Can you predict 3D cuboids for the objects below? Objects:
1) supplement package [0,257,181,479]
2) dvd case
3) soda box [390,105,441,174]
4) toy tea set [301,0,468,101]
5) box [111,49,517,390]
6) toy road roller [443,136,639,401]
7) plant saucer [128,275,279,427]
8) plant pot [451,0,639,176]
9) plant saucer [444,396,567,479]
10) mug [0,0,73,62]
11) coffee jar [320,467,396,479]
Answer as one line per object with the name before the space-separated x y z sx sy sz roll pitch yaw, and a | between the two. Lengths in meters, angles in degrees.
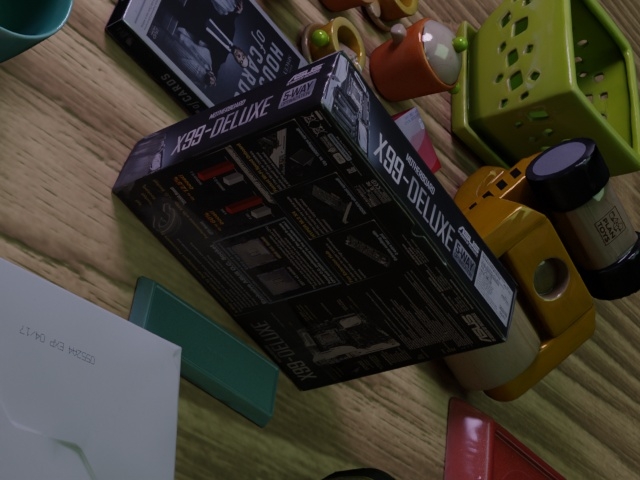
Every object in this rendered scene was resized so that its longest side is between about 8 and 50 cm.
supplement package | -0.227 0.135 0.740 0.262 0.145 0.204 35 48 -50
dvd case | -0.107 -0.198 1.198 0.238 0.029 0.179 45 43 -33
soda box | 0.037 -0.066 1.284 0.263 0.092 0.083 -39 108 -55
toy tea set | 0.067 -0.278 1.396 0.336 0.124 0.200 -1 76 -55
box | 0.000 0.000 1.067 0.307 0.242 0.076 49 40 -29
toy road roller | 0.239 0.023 1.483 0.329 0.240 0.202 -39 112 -15
plant saucer | -0.102 0.104 1.073 0.192 0.018 0.067 39 45 -38
plant pot | 0.310 -0.211 1.639 0.227 0.207 0.228 35 49 -41
plant saucer | 0.236 0.353 1.414 0.259 0.048 0.258 41 44 -38
mug | -0.264 -0.196 0.910 0.158 0.097 0.129 19 59 -51
coffee jar | 0.003 0.276 1.071 0.184 0.096 0.079 -25 99 -56
